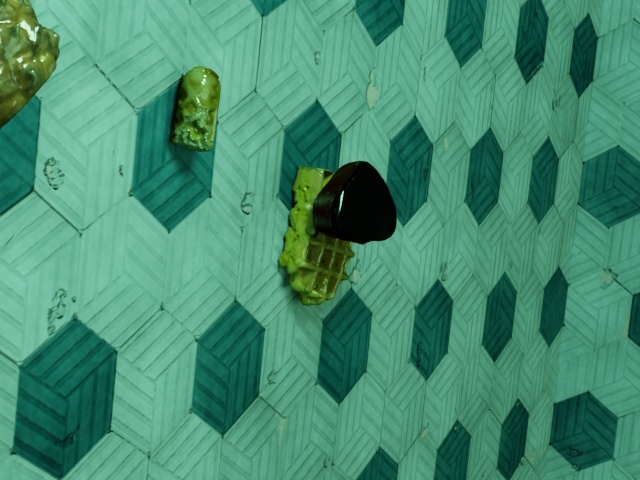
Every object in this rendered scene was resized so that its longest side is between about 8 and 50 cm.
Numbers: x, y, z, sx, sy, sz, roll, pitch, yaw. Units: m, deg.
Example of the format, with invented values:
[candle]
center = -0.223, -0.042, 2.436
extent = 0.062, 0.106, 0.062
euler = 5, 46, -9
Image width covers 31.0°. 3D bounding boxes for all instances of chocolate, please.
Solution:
[chocolate]
center = 0.039, -0.055, 1.740
extent = 0.149, 0.080, 0.125
euler = -11, 94, -49

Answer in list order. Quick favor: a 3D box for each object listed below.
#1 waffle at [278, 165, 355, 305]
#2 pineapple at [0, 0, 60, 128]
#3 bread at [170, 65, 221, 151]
[waffle]
center = 0.000, 0.000, 1.816
extent = 0.160, 0.055, 0.210
euler = 21, 80, -58
[pineapple]
center = -0.363, -0.211, 0.865
extent = 0.340, 0.169, 0.169
euler = 44, 58, -29
[bread]
center = -0.161, -0.174, 1.510
extent = 0.066, 0.060, 0.110
euler = 11, 89, -74
